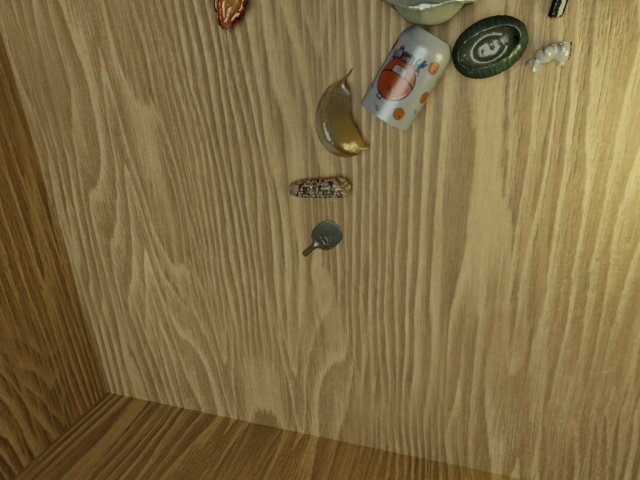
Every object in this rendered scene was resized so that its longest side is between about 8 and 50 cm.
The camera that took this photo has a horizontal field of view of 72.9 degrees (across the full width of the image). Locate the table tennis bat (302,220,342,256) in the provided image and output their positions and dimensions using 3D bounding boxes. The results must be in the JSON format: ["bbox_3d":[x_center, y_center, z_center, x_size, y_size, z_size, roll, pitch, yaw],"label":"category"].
[{"bbox_3d":[0.000,0.000,2.035,0.234,0.022,0.131,-40,96,26],"label":"table tennis bat"}]

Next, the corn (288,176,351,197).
[{"bbox_3d":[-0.004,-0.226,1.904,0.281,0.092,0.092,0,111,24],"label":"corn"}]

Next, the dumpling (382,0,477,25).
[{"bbox_3d":[0.346,-0.807,1.441,0.341,0.260,0.181,28,126,-3],"label":"dumpling"}]

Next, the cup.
[{"bbox_3d":[0.316,-0.590,1.573,0.212,0.212,0.317,33,116,4],"label":"cup"}]

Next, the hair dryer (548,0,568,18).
[{"bbox_3d":[0.776,-0.839,1.370,0.198,0.089,0.251,1,125,3],"label":"hair dryer"}]

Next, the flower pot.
[{"bbox_3d":[0.576,-0.659,1.482,0.243,0.157,0.189,-14,108,23],"label":"flower pot"}]

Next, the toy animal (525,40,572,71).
[{"bbox_3d":[0.776,-0.631,1.474,0.125,0.071,0.085,-3,126,12],"label":"toy animal"}]

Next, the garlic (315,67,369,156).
[{"bbox_3d":[0.068,-0.502,1.757,0.196,0.151,0.338,-14,100,-5],"label":"garlic"}]

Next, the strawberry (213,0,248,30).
[{"bbox_3d":[-0.353,-0.949,1.723,0.141,0.085,0.192,-6,115,13],"label":"strawberry"}]
